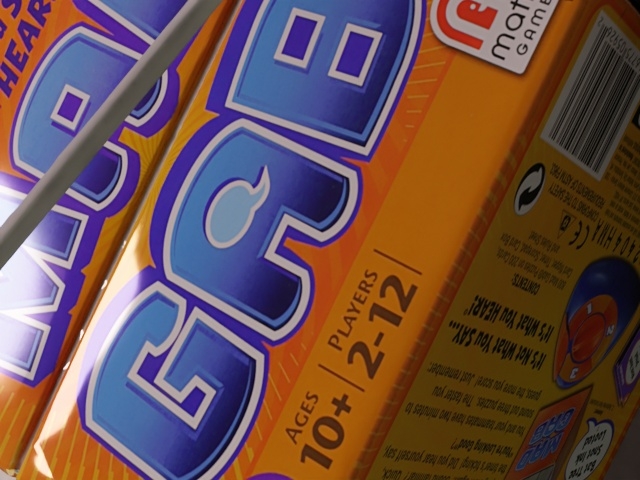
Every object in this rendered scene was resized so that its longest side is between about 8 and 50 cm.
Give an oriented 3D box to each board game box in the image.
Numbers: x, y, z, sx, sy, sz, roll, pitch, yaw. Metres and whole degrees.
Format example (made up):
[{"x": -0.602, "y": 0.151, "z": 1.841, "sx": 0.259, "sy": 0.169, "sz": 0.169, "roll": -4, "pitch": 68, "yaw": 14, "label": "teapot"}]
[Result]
[{"x": 0.000, "y": 0.000, "z": 0.864, "sx": 0.356, "sy": 0.356, "sz": 0.356, "roll": 27, "pitch": -177, "yaw": 31, "label": "board game box"}]

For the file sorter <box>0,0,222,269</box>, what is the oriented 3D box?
[{"x": -0.177, "y": -0.121, "z": 0.338, "sx": 0.193, "sy": 0.173, "sz": 0.278, "roll": 29, "pitch": 167, "yaw": 42, "label": "file sorter"}]
